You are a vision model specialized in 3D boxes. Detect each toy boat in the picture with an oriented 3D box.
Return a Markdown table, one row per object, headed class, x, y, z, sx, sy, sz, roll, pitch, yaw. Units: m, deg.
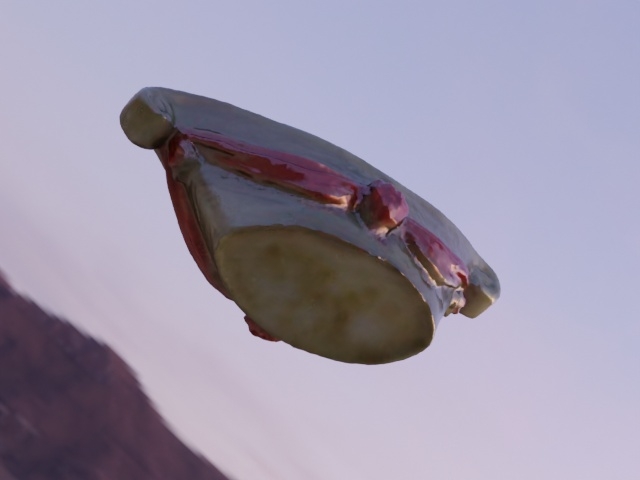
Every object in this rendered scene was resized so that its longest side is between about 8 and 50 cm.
| class | x | y | z | sx | sy | sz | roll | pitch | yaw |
| --- | --- | --- | --- | --- | --- | --- | --- | --- | --- |
| toy boat | 0.001 | 0.001 | 0.616 | 0.185 | 0.089 | 0.071 | 28 | 31 | -24 |
